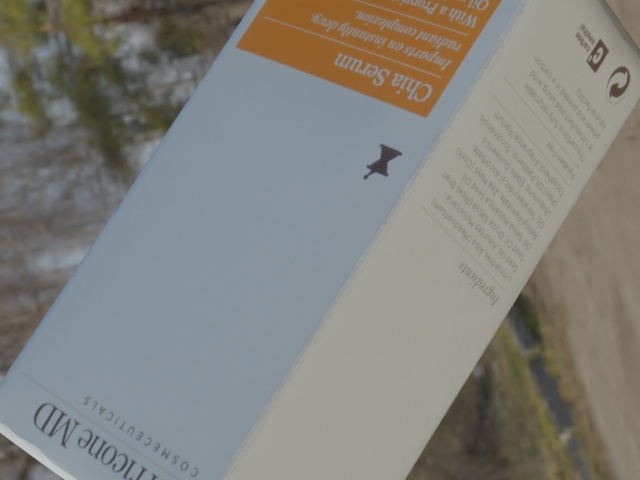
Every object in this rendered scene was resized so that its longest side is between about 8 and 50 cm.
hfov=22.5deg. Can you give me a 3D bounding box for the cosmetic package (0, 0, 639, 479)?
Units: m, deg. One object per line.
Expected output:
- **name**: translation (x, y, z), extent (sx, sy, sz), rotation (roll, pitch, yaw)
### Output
- **cosmetic package**: translation (0.000, 0.000, 1.102), extent (0.230, 0.453, 0.161), rotation (24, 169, 42)
